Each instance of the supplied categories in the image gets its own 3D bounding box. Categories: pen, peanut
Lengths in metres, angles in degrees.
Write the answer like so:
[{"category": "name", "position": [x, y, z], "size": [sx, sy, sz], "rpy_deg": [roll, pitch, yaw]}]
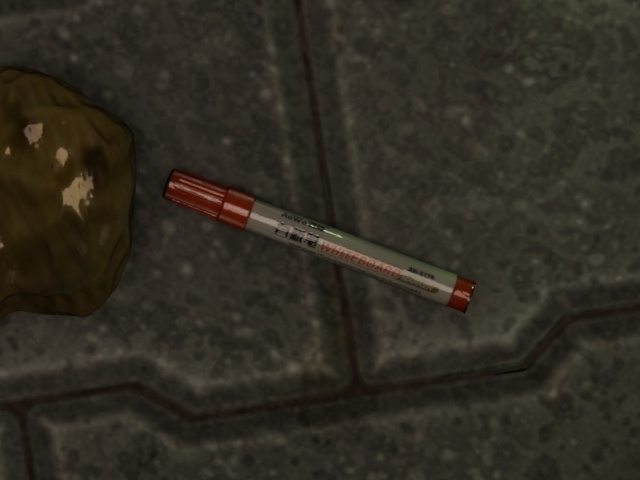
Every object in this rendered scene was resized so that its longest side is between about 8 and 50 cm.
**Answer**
[{"category": "pen", "position": [0.000, 0.000, 1.314], "size": [0.239, 0.028, 0.028], "rpy_deg": [21, 96, -4]}, {"category": "peanut", "position": [-0.237, -0.025, 1.268], "size": [0.233, 0.110, 0.197], "rpy_deg": [-14, 92, 1]}]
